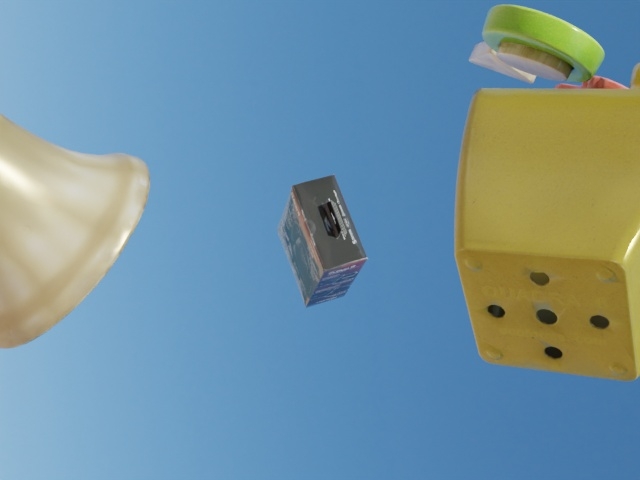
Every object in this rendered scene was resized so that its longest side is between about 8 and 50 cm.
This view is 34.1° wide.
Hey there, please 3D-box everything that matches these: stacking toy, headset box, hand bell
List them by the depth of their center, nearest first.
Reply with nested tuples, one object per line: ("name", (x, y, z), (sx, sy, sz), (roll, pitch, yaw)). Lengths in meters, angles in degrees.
("hand bell", (-0.212, -0.064, 0.500), (0.126, 0.242, 0.126), (-32, -146, 25))
("headset box", (0.000, 0.000, 0.686), (0.083, 0.032, 0.062), (116, -45, -65))
("stacking toy", (0.281, -0.130, 1.162), (0.309, 0.279, 0.130), (92, 22, -89))

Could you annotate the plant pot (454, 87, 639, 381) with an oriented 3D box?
("plant pot", (0.225, 0.005, 0.936), (0.212, 0.187, 0.212), (5, -46, 28))
